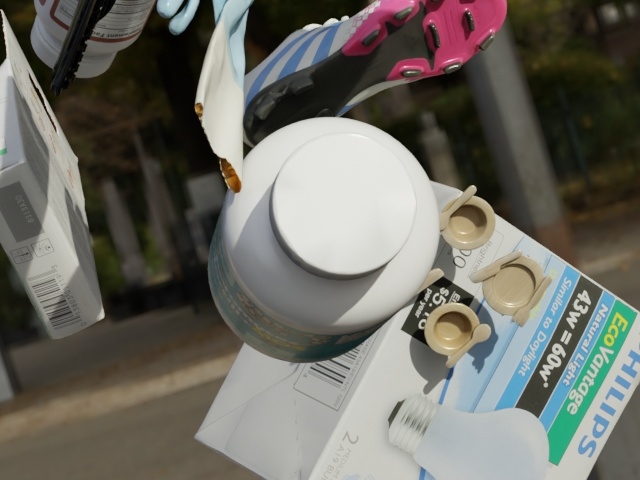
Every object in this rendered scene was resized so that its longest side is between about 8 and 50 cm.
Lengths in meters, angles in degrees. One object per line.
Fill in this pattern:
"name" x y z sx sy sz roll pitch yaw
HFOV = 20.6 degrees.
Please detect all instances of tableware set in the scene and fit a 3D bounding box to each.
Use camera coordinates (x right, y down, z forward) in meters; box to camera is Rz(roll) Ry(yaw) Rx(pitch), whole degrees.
"tableware set" 0.133 0.036 1.714 0.141 0.169 0.020 -40 16 6

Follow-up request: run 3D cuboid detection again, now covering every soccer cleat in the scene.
"soccer cleat" 0.040 -0.215 1.936 0.331 0.116 0.143 -29 34 -6

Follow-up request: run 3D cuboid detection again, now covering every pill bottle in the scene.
"pill bottle" 0.000 0.000 1.220 0.146 0.146 0.264 -18 -9 -10
"pill bottle" -0.222 -0.271 1.795 0.121 0.121 0.216 -19 -26 -40

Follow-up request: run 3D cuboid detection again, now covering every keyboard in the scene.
"keyboard" -0.139 -0.192 1.230 0.038 0.192 0.100 22 14 -13

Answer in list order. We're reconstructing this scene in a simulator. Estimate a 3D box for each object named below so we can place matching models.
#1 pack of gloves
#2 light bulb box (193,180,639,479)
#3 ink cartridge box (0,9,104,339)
"pack of gloves" -0.063 -0.180 1.142 0.046 0.195 0.232 -11 45 10
"light bulb box" 0.123 0.155 1.918 0.361 0.358 0.225 31 -5 -35
"ink cartridge box" -0.242 -0.057 1.453 0.056 0.181 0.225 -21 41 0
